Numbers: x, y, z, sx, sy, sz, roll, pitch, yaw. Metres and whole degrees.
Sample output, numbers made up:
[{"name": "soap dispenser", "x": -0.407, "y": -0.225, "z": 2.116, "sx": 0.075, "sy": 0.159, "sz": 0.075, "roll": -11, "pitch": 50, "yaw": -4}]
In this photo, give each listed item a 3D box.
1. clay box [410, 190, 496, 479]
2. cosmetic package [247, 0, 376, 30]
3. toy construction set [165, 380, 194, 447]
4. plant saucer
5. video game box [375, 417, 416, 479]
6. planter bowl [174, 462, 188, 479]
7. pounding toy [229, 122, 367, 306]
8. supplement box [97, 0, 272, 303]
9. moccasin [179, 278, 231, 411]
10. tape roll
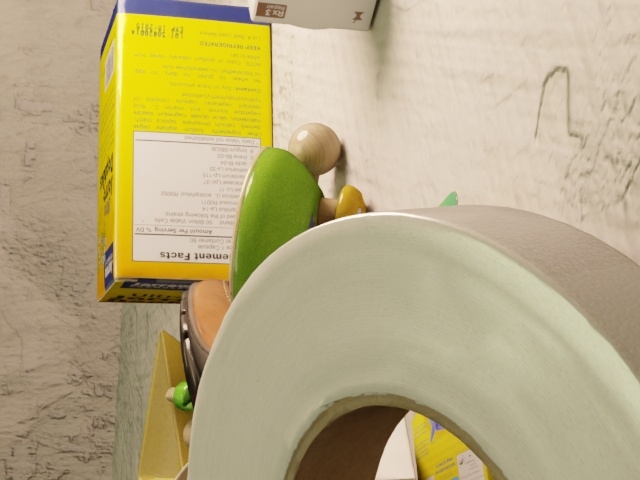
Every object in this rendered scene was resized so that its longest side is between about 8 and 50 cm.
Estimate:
[{"name": "clay box", "x": 0.099, "y": 0.090, "z": 0.754, "sx": 0.127, "sy": 0.053, "sz": 0.222, "roll": 125, "pitch": 145, "yaw": -65}, {"name": "cosmetic package", "x": -0.019, "y": -0.302, "z": 1.102, "sx": 0.231, "sy": 0.117, "sz": 0.085, "roll": -105, "pitch": 23, "yaw": -44}, {"name": "toy construction set", "x": -0.114, "y": 0.300, "z": 1.270, "sx": 0.237, "sy": 0.257, "sz": 0.309, "roll": -9, "pitch": 56, "yaw": 55}, {"name": "plant saucer", "x": -0.201, "y": 0.358, "z": 1.693, "sx": 0.333, "sy": 0.081, "sz": 0.333, "roll": -108, "pitch": 26, "yaw": -52}, {"name": "video game box", "x": 0.047, "y": 0.230, "z": 0.796, "sx": 0.205, "sy": 0.048, "sz": 0.187, "roll": -55, "pitch": -40, "yaw": -86}, {"name": "planter bowl", "x": -0.036, "y": 0.243, "z": 0.904, "sx": 0.162, "sy": 0.109, "sz": 0.162, "roll": -14, "pitch": 64, "yaw": 30}, {"name": "pounding toy", "x": 0.000, "y": 0.000, "z": 1.070, "sx": 0.237, "sy": 0.110, "sz": 0.183, "roll": -59, "pitch": -27, "yaw": -64}, {"name": "supplement box", "x": -0.178, "y": -0.105, "z": 1.469, "sx": 0.195, "sy": 0.194, "sz": 0.357, "roll": 147, "pitch": 124, "yaw": -70}, {"name": "moccasin", "x": -0.051, "y": 0.140, "z": 1.145, "sx": 0.380, "sy": 0.147, "sz": 0.139, "roll": -137, "pitch": 37, "yaw": -64}, {"name": "tape roll", "x": 0.063, "y": 0.175, "z": 0.583, "sx": 0.392, "sy": 0.072, "sz": 0.392, "roll": 9, "pitch": 102, "yaw": 51}]
